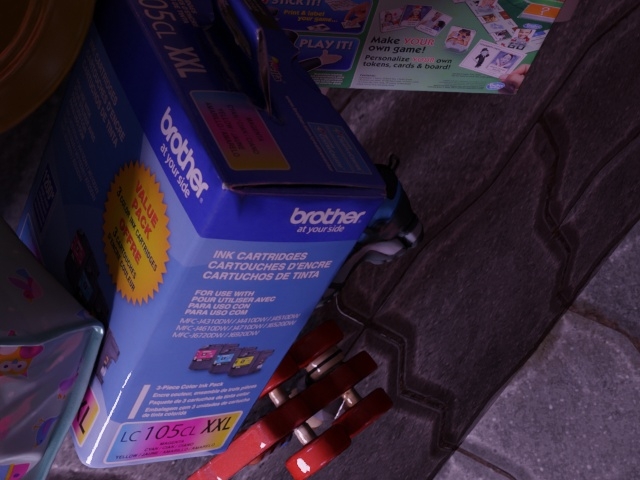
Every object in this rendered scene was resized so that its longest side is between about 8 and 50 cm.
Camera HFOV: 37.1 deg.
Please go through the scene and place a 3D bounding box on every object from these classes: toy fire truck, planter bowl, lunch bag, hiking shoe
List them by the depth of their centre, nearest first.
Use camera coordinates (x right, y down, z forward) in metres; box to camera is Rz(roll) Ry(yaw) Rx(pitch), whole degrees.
[{"bbox_3d":[-0.276,-0.179,0.683,0.217,0.090,0.217,-37,147,-29],"label":"planter bowl"},{"bbox_3d":[-0.322,0.121,0.805,0.160,0.223,0.262,-8,130,-46],"label":"lunch bag"},{"bbox_3d":[0.000,0.000,1.315,0.304,0.113,0.132,-31,111,-28],"label":"hiking shoe"},{"bbox_3d":[-0.050,0.274,1.476,0.254,0.169,0.302,-42,171,38],"label":"toy fire truck"}]

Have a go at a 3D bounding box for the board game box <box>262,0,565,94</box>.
[{"bbox_3d":[0.076,-0.230,0.898,0.317,0.046,0.213,0,144,-16],"label":"board game box"}]

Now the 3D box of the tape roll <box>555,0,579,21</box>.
[{"bbox_3d":[0.195,-0.365,1.035,0.246,0.246,0.169,-14,132,-50],"label":"tape roll"}]

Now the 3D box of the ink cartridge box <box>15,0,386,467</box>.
[{"bbox_3d":[-0.114,-0.037,0.796,0.151,0.270,0.395,1,135,-38],"label":"ink cartridge box"}]

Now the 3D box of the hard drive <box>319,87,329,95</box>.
[{"bbox_3d":[-0.061,-0.244,0.994,0.307,0.040,0.203,-4,124,-56],"label":"hard drive"}]
